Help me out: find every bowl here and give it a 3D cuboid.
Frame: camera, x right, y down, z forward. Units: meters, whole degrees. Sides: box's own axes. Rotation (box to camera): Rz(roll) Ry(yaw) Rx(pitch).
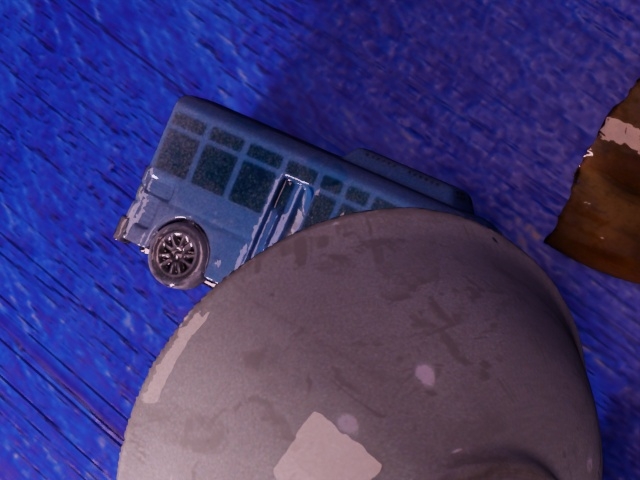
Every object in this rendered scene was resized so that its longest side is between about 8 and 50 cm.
[{"bbox_3d":[0.057,0.149,0.864,0.146,0.313,0.313,32,98,58],"label":"bowl"}]

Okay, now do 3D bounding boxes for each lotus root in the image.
[{"bbox_3d":[0.221,-0.043,0.947,0.135,0.095,0.159,23,99,18],"label":"lotus root"}]

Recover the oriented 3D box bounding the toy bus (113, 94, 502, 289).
[{"bbox_3d":[0.000,0.000,1.013,0.234,0.116,0.134,24,92,23],"label":"toy bus"}]
